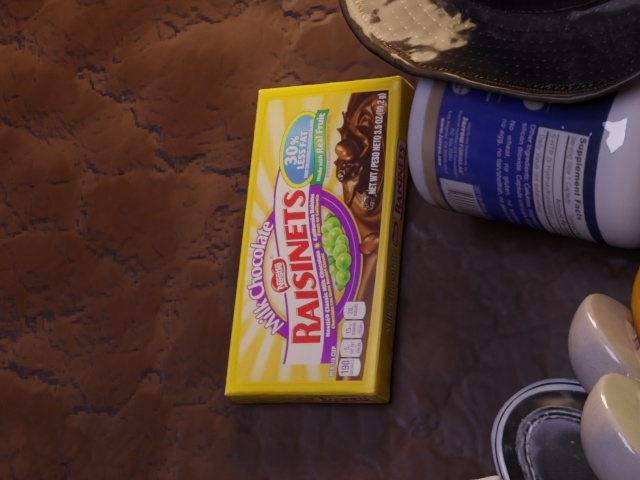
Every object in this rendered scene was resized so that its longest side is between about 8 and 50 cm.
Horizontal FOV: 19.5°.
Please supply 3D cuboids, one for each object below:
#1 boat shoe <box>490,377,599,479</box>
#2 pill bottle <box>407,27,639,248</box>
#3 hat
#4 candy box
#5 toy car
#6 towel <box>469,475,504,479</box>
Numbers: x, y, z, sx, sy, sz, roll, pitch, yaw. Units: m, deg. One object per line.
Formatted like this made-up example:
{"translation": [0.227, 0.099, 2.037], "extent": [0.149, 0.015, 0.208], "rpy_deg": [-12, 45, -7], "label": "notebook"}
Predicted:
{"translation": [0.190, 0.179, 0.961], "extent": [0.113, 0.105, 0.306], "rpy_deg": [-42, 60, 7], "label": "boat shoe"}
{"translation": [0.155, -0.055, 1.055], "extent": [0.186, 0.112, 0.112], "rpy_deg": [13, 79, 29], "label": "pill bottle"}
{"translation": [0.142, -0.238, 1.042], "extent": [0.331, 0.134, 0.331], "rpy_deg": [-14, 47, 16], "label": "hat"}
{"translation": [0.000, 0.000, 1.161], "extent": [0.105, 0.027, 0.206], "rpy_deg": [-4, 71, 28], "label": "candy box"}
{"translation": [0.218, 0.062, 0.925], "extent": [0.159, 0.136, 0.182], "rpy_deg": [-45, 19, 23], "label": "toy car"}
{"translation": [0.054, 0.237, 1.029], "extent": [0.144, 0.029, 0.197], "rpy_deg": [-19, 70, 31], "label": "towel"}
